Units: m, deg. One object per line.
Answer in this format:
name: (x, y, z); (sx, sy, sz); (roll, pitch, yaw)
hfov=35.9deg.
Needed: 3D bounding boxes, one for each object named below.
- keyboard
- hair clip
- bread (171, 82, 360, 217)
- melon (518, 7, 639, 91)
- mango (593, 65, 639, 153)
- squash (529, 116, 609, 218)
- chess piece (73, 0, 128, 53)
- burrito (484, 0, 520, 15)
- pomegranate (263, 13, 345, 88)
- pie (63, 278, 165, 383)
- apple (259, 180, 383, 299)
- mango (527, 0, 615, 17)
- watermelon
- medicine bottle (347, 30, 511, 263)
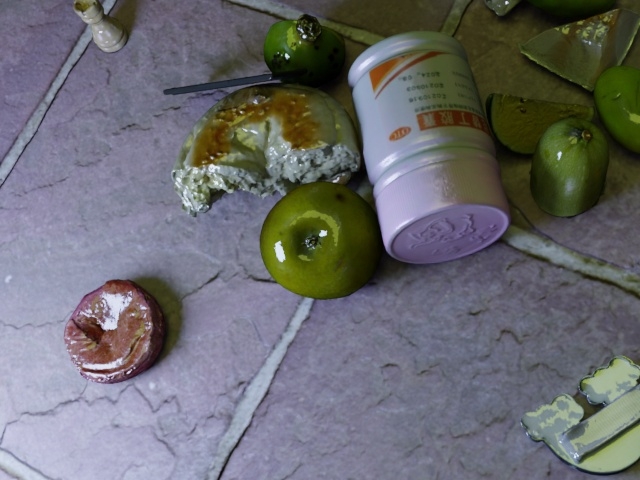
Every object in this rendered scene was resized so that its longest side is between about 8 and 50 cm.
keyboard: (-0.190, -0.276, 1.720); (0.381, 0.103, 0.041); (9, 109, 41)
hair clip: (0.408, 0.251, 1.395); (0.220, 0.054, 0.140); (-34, 68, 2)
bread: (-0.091, -0.159, 1.635); (0.314, 0.171, 0.192); (-15, 60, 11)
melon: (0.428, -0.308, 1.604); (0.202, 0.093, 0.139); (-12, 76, 17)
mango: (0.490, -0.199, 1.536); (0.117, 0.089, 0.163); (-38, 63, -17)
squash: (0.378, -0.117, 1.486); (0.123, 0.187, 0.123); (-3, 70, 8)
chess piece: (-0.415, -0.412, 1.856); (0.066, 0.122, 0.066); (-5, 67, 13)
burrito: (0.370, -0.479, 1.704); (0.087, 0.060, 0.226); (40, 83, 25)
pomegranate: (-0.028, -0.320, 1.695); (0.143, 0.169, 0.122); (18, 98, -6)
pie: (-0.343, 0.151, 1.641); (0.182, 0.049, 0.182); (-7, 69, 17)
apple: (0.000, 0.000, 1.545); (0.196, 0.157, 0.196); (0, 90, 13)
mango: (0.412, -0.430, 1.636); (0.178, 0.119, 0.100); (6, 30, -1)
watermelon: (0.335, -0.178, 1.566); (0.181, 0.092, 0.075); (6, 74, -19)
medicine bottle: (0.167, -0.145, 1.542); (0.202, 0.202, 0.316); (-15, 65, 9)
